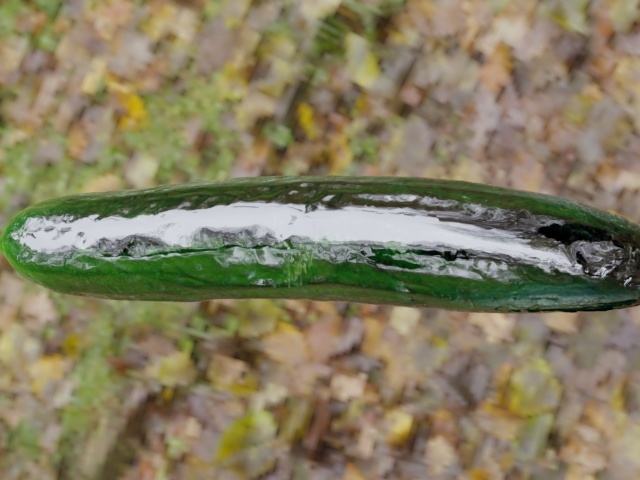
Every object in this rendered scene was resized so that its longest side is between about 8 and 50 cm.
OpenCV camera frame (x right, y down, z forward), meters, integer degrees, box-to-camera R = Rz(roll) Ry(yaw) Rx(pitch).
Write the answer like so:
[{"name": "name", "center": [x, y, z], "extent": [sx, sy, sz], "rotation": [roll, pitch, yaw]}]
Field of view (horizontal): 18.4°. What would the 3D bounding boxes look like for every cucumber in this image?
[{"name": "cucumber", "center": [0.000, 0.000, 0.499], "extent": [0.184, 0.033, 0.036], "rotation": [0, 65, 25]}]
